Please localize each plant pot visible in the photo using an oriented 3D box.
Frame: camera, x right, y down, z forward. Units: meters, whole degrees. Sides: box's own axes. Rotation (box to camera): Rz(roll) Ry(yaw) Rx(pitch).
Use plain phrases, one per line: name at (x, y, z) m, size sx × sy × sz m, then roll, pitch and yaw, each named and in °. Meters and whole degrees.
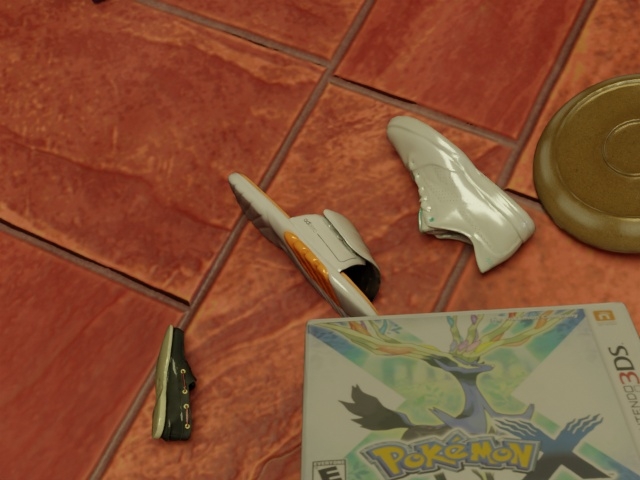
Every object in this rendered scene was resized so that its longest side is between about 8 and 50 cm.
plant pot at (0.351, -0.096, 1.219) m, size 0.236 × 0.032 × 0.236 m, roll -9°, pitch 59°, yaw 15°

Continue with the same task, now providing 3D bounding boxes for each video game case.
video game case at (0.147, 0.155, 1.005) m, size 0.328 × 0.036 × 0.300 m, roll -4°, pitch 29°, yaw 2°

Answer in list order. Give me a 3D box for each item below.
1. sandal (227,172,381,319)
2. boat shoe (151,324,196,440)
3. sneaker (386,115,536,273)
sandal at (-0.002, -0.006, 1.215) m, size 0.076 × 0.102 × 0.265 m, roll -39°, pitch 63°, yaw -11°
boat shoe at (-0.157, 0.154, 1.195) m, size 0.042 × 0.049 × 0.133 m, roll 9°, pitch 55°, yaw -18°
sneaker at (0.134, -0.053, 1.236) m, size 0.094 × 0.080 × 0.212 m, roll -45°, pitch 67°, yaw -1°
